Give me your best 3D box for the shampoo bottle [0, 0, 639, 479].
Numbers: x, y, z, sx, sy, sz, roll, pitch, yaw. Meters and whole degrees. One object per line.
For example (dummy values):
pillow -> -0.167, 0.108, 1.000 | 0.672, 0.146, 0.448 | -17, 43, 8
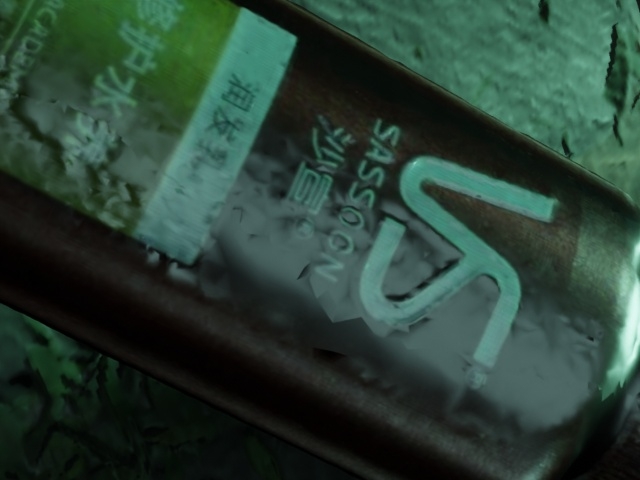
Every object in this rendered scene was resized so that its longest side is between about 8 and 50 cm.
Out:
shampoo bottle -> 0.000, 0.000, 0.490 | 0.323, 0.084, 0.129 | 29, 70, -12
